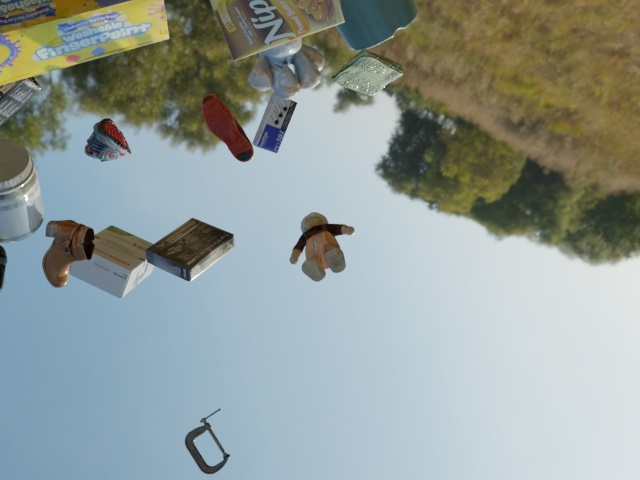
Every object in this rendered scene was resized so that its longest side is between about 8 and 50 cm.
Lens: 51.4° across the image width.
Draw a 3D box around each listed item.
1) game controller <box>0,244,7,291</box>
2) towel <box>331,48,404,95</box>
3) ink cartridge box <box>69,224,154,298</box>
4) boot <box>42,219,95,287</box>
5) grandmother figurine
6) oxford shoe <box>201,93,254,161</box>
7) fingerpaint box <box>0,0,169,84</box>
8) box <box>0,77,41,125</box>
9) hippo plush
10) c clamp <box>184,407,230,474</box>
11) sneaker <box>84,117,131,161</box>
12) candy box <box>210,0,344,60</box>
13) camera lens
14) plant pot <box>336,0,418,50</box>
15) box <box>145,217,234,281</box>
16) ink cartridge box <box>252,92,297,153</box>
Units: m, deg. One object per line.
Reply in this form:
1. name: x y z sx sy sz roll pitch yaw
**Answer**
1. game controller: -1.055 0.065 1.921 0.067 0.166 0.319 -2 167 30
2. towel: 0.103 -0.359 1.435 0.148 0.110 0.027 6 -119 -47
3. ink cartridge box: -0.729 0.070 2.367 0.211 0.121 0.289 25 -163 0
4. boot: -0.669 0.043 1.782 0.152 0.197 0.073 8 -164 28
5. grandmother figurine: 0.000 0.000 1.947 0.208 0.104 0.342 -16 -158 -3
6. oxford shoe: -0.335 -0.405 2.382 0.271 0.097 0.098 58 -170 -19
7. fingerpaint box: -0.586 -0.543 1.358 0.163 0.445 0.371 110 137 -70
8. box: -0.803 -0.342 1.521 0.216 0.270 0.060 51 -175 18
9. hippo plush: -0.089 -0.594 1.974 0.234 0.236 0.294 5 -115 -8
10. c clamp: -0.312 0.579 1.888 0.160 0.137 0.022 64 -179 -1
11. sneaker: -0.666 -0.290 2.047 0.104 0.125 0.262 63 173 4
12. candy box: -0.113 -0.610 1.719 0.087 0.316 0.183 -109 -1 -47
13. camera lens: -0.968 -0.143 2.019 0.219 0.274 0.219 6 -132 -7
14. plant pot: 0.130 -0.815 2.125 0.334 0.341 0.341 58 -178 -26
15. box: -0.420 0.026 2.155 0.183 0.056 0.231 20 -141 24
16. ink cartridge box: -0.171 -0.438 2.488 0.097 0.207 0.046 13 -165 -40
